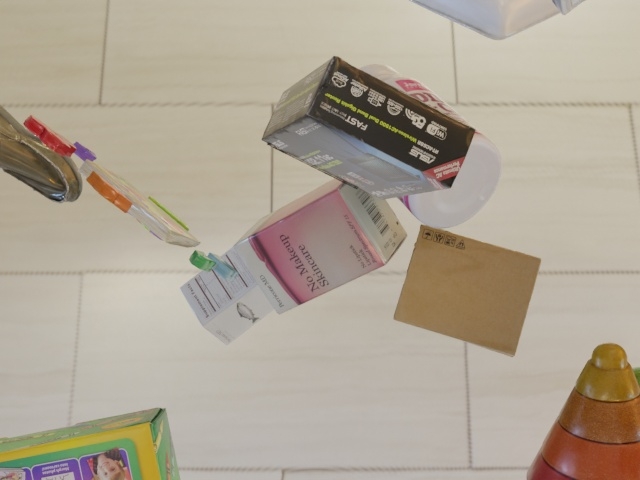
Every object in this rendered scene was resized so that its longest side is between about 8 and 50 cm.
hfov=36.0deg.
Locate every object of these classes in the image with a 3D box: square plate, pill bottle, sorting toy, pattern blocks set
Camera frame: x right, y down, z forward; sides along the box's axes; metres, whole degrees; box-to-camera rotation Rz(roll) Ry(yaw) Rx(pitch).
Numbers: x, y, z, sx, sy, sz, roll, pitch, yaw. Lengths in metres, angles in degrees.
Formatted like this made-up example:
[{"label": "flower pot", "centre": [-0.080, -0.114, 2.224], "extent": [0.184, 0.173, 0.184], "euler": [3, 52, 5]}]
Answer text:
[{"label": "square plate", "centre": [0.216, -0.392, 1.280], "extent": [0.347, 0.049, 0.344], "euler": [-29, 49, -31]}, {"label": "pill bottle", "centre": [0.142, -0.158, 1.548], "extent": [0.160, 0.160, 0.283], "euler": [-30, 45, -11]}, {"label": "sorting toy", "centre": [0.298, 0.109, 0.866], "extent": [0.127, 0.366, 0.126], "euler": [10, 110, 36]}, {"label": "pattern blocks set", "centre": [-0.266, -0.050, 1.430], "extent": [0.325, 0.285, 0.026], "euler": [39, 91, 22]}]

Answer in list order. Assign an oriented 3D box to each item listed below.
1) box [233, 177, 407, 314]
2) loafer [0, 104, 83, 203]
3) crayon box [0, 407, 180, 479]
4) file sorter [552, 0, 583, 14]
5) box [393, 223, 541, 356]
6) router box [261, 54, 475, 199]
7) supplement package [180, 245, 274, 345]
[{"label": "box", "centre": [0.000, 0.000, 1.632], "extent": [0.232, 0.127, 0.148], "euler": [-28, 101, 31]}, {"label": "loafer", "centre": [-0.505, -0.138, 1.610], "extent": [0.251, 0.094, 0.087], "euler": [37, 39, -5]}, {"label": "crayon box", "centre": [-0.288, 0.288, 1.038], "extent": [0.279, 0.081, 0.165], "euler": [-11, 92, 0]}, {"label": "file sorter", "centre": [0.253, -0.358, 0.780], "extent": [0.278, 0.193, 0.173], "euler": [-36, 75, 9]}, {"label": "box", "centre": [0.234, 0.079, 1.570], "extent": [0.201, 0.021, 0.164], "euler": [16, 82, 7]}, {"label": "router box", "centre": [0.024, -0.062, 0.585], "extent": [0.092, 0.122, 0.038], "euler": [26, 82, -13]}, {"label": "supplement package", "centre": [-0.147, 0.088, 1.817], "extent": [0.179, 0.105, 0.105], "euler": [-38, 57, 2]}]
